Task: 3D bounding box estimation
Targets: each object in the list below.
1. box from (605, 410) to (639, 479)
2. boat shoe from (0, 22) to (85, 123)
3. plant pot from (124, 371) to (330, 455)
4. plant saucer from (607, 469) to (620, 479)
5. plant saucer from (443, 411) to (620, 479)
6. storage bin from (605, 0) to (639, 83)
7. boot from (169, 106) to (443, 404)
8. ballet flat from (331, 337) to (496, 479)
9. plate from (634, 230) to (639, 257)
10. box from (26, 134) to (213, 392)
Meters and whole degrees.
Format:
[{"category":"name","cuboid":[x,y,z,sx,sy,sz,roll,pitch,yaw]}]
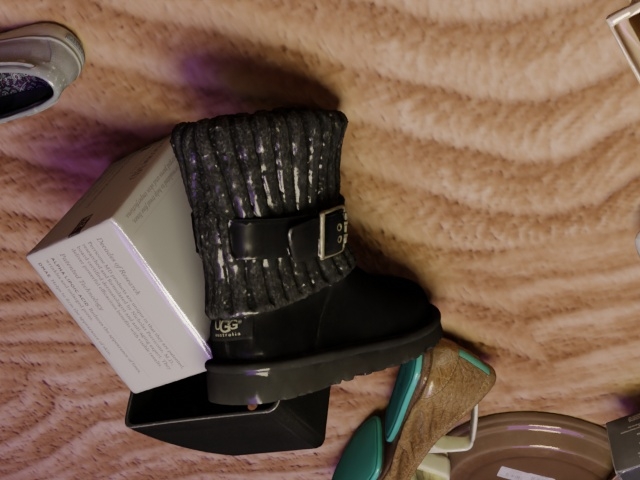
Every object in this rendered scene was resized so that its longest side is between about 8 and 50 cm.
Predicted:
[{"category":"box","cuboid":[0.504,0.241,1.167,0.307,0.076,0.242,-25,125,22]},{"category":"boat shoe","cuboid":[-0.333,-0.145,1.028,0.227,0.081,0.079,-10,131,24]},{"category":"plant pot","cuboid":[-0.082,0.148,1.202,0.188,0.187,0.167,-10,143,24]},{"category":"plant saucer","cuboid":[0.408,0.300,1.288,0.168,0.029,0.168,-5,122,-8]},{"category":"plant saucer","cuboid":[0.278,0.315,1.368,0.278,0.041,0.278,9,136,8]},{"category":"storage bin","cuboid":[0.385,-0.118,0.752,0.262,0.123,0.260,-27,102,27]},{"category":"boot","cuboid":[0.003,0.000,1.038,0.131,0.348,0.260,-6,91,31]},{"category":"ballet flat","cuboid":[0.116,0.239,1.293,0.124,0.116,0.342,15,132,-10]},{"category":"plate","cuboid":[0.468,0.065,0.981,0.277,0.045,0.278,-22,111,23]},{"category":"box","cuboid":[-0.156,0.018,1.056,0.119,0.181,0.182,-21,114,30]}]
